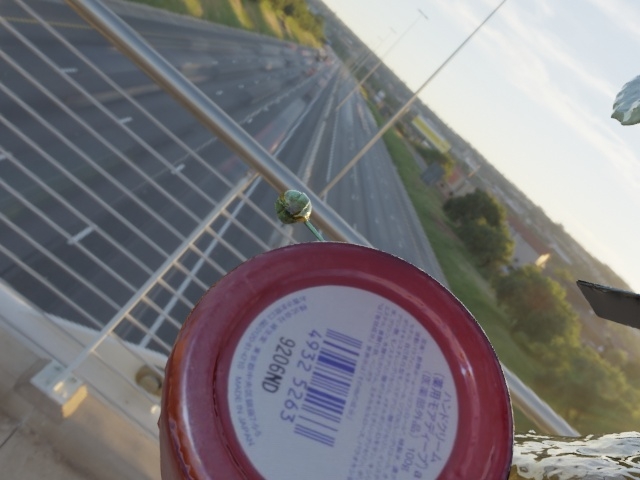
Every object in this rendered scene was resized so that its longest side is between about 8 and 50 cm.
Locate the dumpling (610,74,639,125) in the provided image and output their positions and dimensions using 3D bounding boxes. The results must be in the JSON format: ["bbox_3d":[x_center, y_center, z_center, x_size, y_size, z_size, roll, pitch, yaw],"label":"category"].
[{"bbox_3d":[0.608,-0.235,0.869,0.320,0.212,0.270,21,53,7],"label":"dumpling"}]

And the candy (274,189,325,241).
[{"bbox_3d":[0.000,0.000,1.054,0.202,0.061,0.061,50,12,-11],"label":"candy"}]

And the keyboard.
[{"bbox_3d":[0.414,0.092,0.815,0.074,0.015,0.196,49,-9,-17],"label":"keyboard"}]

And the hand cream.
[{"bbox_3d":[0.002,0.107,0.367,0.193,0.125,0.193,8,55,-11],"label":"hand cream"}]

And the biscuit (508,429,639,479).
[{"bbox_3d":[0.312,0.222,0.521,0.429,0.104,0.446,6,-12,33],"label":"biscuit"}]
